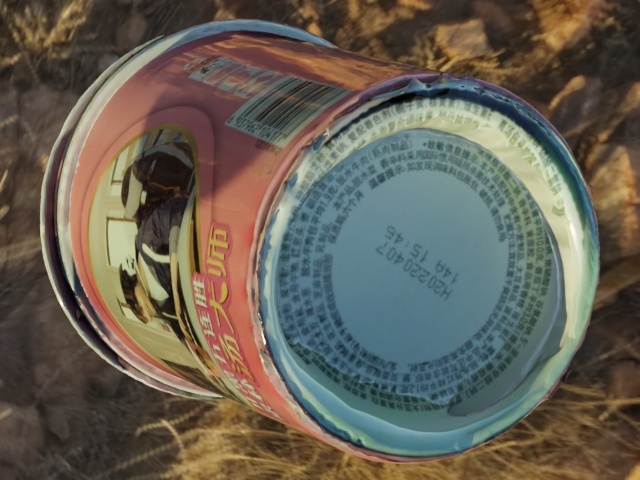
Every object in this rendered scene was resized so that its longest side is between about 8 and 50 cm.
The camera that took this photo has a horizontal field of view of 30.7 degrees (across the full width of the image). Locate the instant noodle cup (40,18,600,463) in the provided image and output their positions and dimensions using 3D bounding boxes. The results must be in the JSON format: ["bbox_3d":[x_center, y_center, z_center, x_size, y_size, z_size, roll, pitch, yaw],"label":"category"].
[{"bbox_3d":[0.000,0.000,0.586,0.244,0.255,0.243,-4,99,-23],"label":"instant noodle cup"}]
